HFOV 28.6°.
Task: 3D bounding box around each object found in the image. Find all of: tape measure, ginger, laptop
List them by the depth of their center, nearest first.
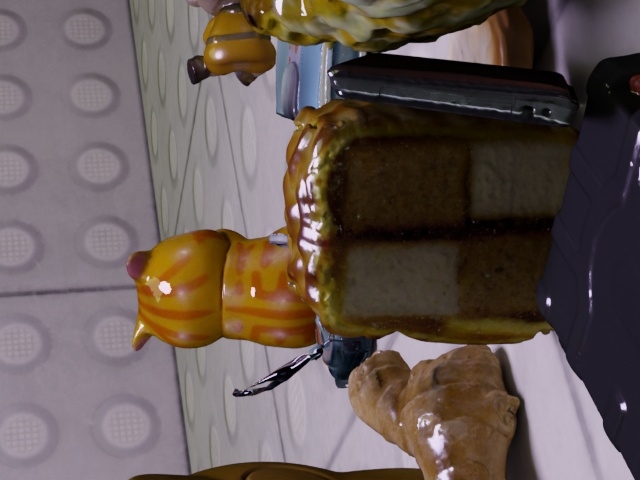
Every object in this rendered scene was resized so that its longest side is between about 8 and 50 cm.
[{"bbox_3d":[0.093,-0.103,0.835,0.207,0.154,0.026,-46,-38,-76],"label":"laptop"},{"bbox_3d":[0.114,0.182,1.045,0.148,0.081,0.333,-40,36,13],"label":"ginger"},{"bbox_3d":[-0.027,0.116,1.469,0.104,0.180,0.107,79,177,-57],"label":"tape measure"}]

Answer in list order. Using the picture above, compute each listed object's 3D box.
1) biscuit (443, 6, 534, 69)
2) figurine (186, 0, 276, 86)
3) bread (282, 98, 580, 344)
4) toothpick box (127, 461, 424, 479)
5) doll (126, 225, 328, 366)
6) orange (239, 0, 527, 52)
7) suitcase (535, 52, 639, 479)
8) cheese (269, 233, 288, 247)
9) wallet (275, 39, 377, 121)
[{"bbox_3d":[0.127,-0.087,1.067,0.309,0.040,0.204,108,155,-55],"label":"biscuit"},{"bbox_3d":[-0.118,-0.346,1.694,0.167,0.192,0.256,96,163,-76],"label":"figurine"},{"bbox_3d":[0.082,-0.012,0.902,0.096,0.222,0.181,-136,49,-68],"label":"bread"},{"bbox_3d":[-0.046,0.414,1.127,0.409,0.409,0.425,-129,47,-66],"label":"toothpick box"},{"bbox_3d":[-0.102,0.064,1.606,0.162,0.270,0.166,-82,-7,-70],"label":"doll"},{"bbox_3d":[0.078,-0.254,0.855,0.369,0.210,0.271,-9,59,67],"label":"orange"},{"bbox_3d":[0.209,0.043,0.709,0.285,0.066,0.206,-108,20,-53],"label":"suitcase"},{"bbox_3d":[0.007,0.002,1.462,0.171,0.092,0.047,171,111,-69],"label":"cheese"},{"bbox_3d":[0.000,-0.219,1.468,0.250,0.075,0.176,-145,57,-73],"label":"wallet"}]
